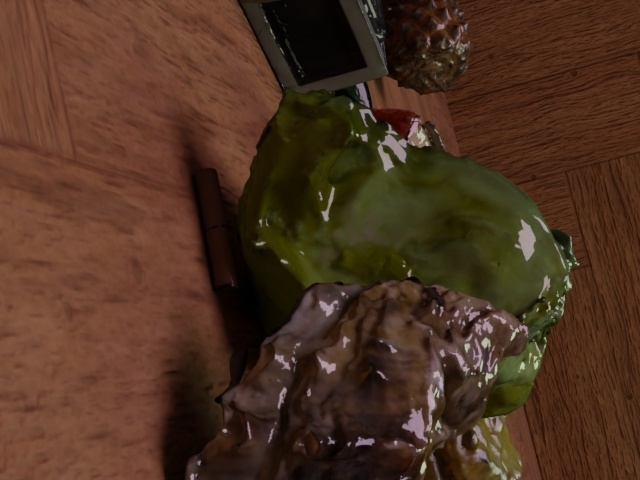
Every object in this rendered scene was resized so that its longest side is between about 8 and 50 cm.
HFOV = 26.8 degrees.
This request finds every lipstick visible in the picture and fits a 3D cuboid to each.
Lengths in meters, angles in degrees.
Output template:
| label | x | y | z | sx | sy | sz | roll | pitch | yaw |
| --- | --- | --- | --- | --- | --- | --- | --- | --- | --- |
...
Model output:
| label | x | y | z | sx | sy | sz | roll | pitch | yaw |
| --- | --- | --- | --- | --- | --- | --- | --- | --- | --- |
| lipstick | -0.078 | -0.008 | 1.010 | 0.019 | 0.019 | 0.094 | 39 | 38 | -72 |

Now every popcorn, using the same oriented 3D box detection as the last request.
| label | x | y | z | sx | sy | sz | roll | pitch | yaw |
| --- | --- | --- | --- | --- | --- | --- | --- | --- | --- |
| popcorn | 0.141 | 0.200 | 1.449 | 0.168 | 0.173 | 0.195 | 13 | 60 | -29 |

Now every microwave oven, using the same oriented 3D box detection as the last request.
| label | x | y | z | sx | sy | sz | roll | pitch | yaw |
| --- | --- | --- | --- | --- | --- | --- | --- | --- | --- |
| microwave oven | -0.013 | -0.276 | 1.407 | 0.208 | 0.123 | 0.162 | 62 | 18 | -49 |

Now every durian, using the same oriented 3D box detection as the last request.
| label | x | y | z | sx | sy | sz | roll | pitch | yaw |
| --- | --- | --- | --- | --- | --- | --- | --- | --- | --- |
| durian | 0.068 | 0.042 | 1.098 | 0.339 | 0.256 | 0.204 | 85 | 25 | -60 |

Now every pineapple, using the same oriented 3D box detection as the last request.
| label | x | y | z | sx | sy | sz | roll | pitch | yaw |
| --- | --- | --- | --- | --- | --- | --- | --- | --- | --- |
| pineapple | 0.149 | -0.409 | 2.297 | 0.175 | 0.175 | 0.361 | 62 | 11 | -49 |

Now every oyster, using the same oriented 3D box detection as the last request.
| label | x | y | z | sx | sy | sz | roll | pitch | yaw |
| --- | --- | --- | --- | --- | --- | --- | --- | --- | --- |
| oyster | 0.028 | 0.159 | 0.881 | 0.351 | 0.115 | 0.237 | -46 | 131 | -34 |

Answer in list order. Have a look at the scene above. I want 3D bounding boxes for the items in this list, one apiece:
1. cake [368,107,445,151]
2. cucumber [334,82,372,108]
| label | x | y | z | sx | sy | sz | roll | pitch | yaw |
| --- | --- | --- | --- | --- | --- | --- | --- | --- | --- |
| cake | 0.000 | 0.000 | 1.312 | 0.262 | 0.160 | 0.158 | -58 | 145 | -25 |
| cucumber | 0.004 | -0.275 | 1.672 | 0.056 | 0.056 | 0.284 | -48 | 118 | -77 |
